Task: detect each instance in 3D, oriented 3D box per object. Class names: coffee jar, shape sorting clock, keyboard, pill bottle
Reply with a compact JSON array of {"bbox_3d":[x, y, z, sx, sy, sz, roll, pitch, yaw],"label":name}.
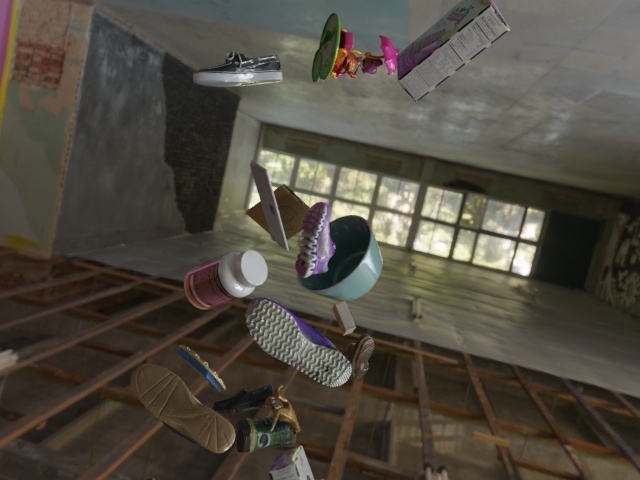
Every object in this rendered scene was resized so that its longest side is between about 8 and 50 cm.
[{"bbox_3d":[-0.170,0.592,1.639,0.184,0.096,0.079,1,-168,-25],"label":"coffee jar"},{"bbox_3d":[-0.382,0.410,1.725,0.206,0.040,0.206,36,159,16],"label":"shape sorting clock"},{"bbox_3d":[-0.125,-0.083,1.340,0.014,0.256,0.072,-36,-135,-26],"label":"keyboard"},{"bbox_3d":[-0.173,0.070,0.977,0.152,0.086,0.086,-21,163,36],"label":"pill bottle"}]

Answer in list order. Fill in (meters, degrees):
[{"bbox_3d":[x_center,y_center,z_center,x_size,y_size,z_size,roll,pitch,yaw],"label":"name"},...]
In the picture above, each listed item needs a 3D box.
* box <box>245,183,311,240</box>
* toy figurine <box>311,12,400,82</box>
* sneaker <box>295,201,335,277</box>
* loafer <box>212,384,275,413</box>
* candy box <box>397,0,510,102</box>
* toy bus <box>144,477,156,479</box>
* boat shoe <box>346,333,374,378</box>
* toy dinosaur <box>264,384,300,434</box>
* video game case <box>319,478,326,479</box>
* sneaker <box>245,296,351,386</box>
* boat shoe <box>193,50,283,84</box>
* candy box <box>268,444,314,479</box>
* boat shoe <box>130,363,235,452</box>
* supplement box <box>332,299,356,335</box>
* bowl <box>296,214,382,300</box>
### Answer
[{"bbox_3d":[-0.123,-0.082,1.723,0.164,0.021,0.201,43,134,-19],"label":"box"},{"bbox_3d":[0.081,-0.378,1.116,0.159,0.130,0.173,5,165,-17],"label":"toy figurine"},{"bbox_3d":[0.000,0.000,1.620,0.104,0.236,0.095,6,-167,-30],"label":"sneaker"},{"bbox_3d":[-0.270,0.563,1.890,0.223,0.078,0.076,-9,149,-6],"label":"loafer"},{"bbox_3d":[0.274,-0.422,1.146,0.071,0.233,0.159,42,-149,-24],"label":"candy box"},{"bbox_3d":[-0.429,0.772,1.419,0.149,0.211,0.220,19,170,44],"label":"toy bus"},{"bbox_3d":[0.136,0.435,2.056,0.095,0.257,0.095,-27,-126,-31],"label":"boat shoe"},{"bbox_3d":[-0.087,0.399,1.248,0.112,0.064,0.211,47,174,32],"label":"toy dinosaur"},{"bbox_3d":[-0.003,0.938,1.696,0.036,0.329,0.300,20,163,38],"label":"video game case"},{"bbox_3d":[-0.065,0.236,1.284,0.293,0.102,0.146,41,179,-13],"label":"sneaker"},{"bbox_3d":[-0.272,-0.570,1.757,0.306,0.105,0.113,-10,-171,-20],"label":"boat shoe"},{"bbox_3d":[-0.052,0.627,1.307,0.070,0.196,0.165,-21,171,2],"label":"candy box"},{"bbox_3d":[-0.328,0.403,1.252,0.285,0.092,0.103,34,-129,5],"label":"boat shoe"},{"bbox_3d":[0.075,0.250,1.718,0.036,0.098,0.062,-18,159,-15],"label":"supplement box"},{"bbox_3d":[0.088,0.083,1.813,0.163,0.311,0.311,43,168,-33],"label":"bowl"}]
